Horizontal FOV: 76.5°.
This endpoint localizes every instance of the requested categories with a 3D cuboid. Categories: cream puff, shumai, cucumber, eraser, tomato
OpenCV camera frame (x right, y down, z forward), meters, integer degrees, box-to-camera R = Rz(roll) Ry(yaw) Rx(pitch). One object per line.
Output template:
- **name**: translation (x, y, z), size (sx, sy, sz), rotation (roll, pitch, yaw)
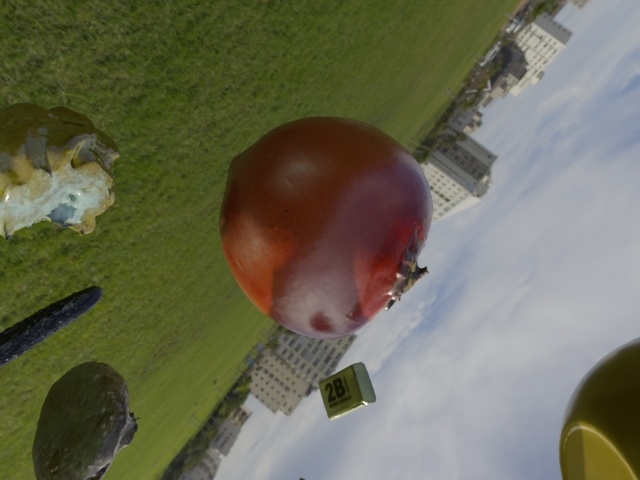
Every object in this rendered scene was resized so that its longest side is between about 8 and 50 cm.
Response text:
- **cream puff**: translation (-0.584, -0.165, 0.832), size (0.274, 0.269, 0.323), rotation (-51, 174, 4)
- **shumai**: translation (-0.351, 0.300, 0.644), size (0.201, 0.201, 0.120), rotation (-52, 143, -1)
- **cucumber**: translation (-0.698, 0.208, 1.035), size (0.081, 0.072, 0.303), rotation (-12, -160, 36)
- **eraser**: translation (0.075, 0.440, 1.187), size (0.058, 0.117, 0.172), rotation (8, 143, -40)
- **tomato**: translation (0.003, -0.025, 0.603), size (0.322, 0.321, 0.321), rotation (-52, 176, -5)

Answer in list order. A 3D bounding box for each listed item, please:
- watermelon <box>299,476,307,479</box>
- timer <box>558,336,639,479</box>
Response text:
- **watermelon**: translation (-0.020, 0.541, 0.661), size (0.302, 0.151, 0.264), rotation (80, 28, -44)
- **timer**: translation (0.478, 0.251, 0.411), size (0.385, 0.377, 0.376), rotation (-8, 175, 0)
